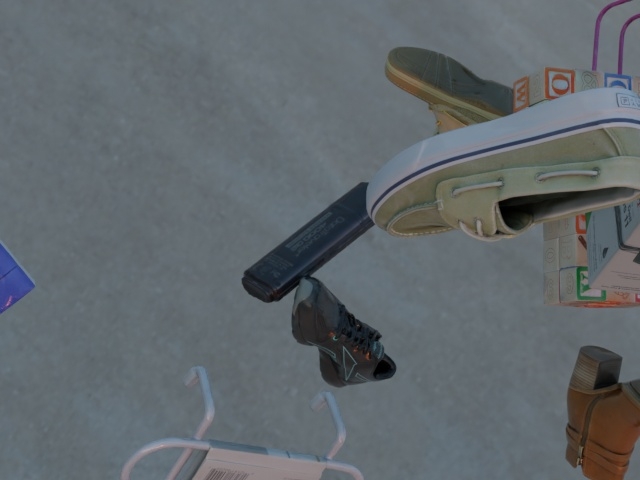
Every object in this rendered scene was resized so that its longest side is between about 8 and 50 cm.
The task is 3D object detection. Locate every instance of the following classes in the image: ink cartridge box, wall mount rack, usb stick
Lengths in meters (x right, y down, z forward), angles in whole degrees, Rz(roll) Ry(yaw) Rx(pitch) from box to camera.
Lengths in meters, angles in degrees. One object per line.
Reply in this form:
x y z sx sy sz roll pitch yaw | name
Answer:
0.370 -0.048 1.406 0.087 0.208 0.153 6 64 -5 | ink cartridge box
-0.132 0.310 1.662 0.350 0.304 0.130 15 34 -31 | wall mount rack
0.000 0.000 1.860 0.077 0.045 0.278 30 53 33 | usb stick

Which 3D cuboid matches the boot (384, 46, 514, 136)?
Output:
0.191 -0.183 1.977 0.262 0.203 0.095 21 47 -12 | boot

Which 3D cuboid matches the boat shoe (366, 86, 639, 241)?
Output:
0.159 -0.049 1.135 0.109 0.302 0.094 21 60 -40 | boat shoe

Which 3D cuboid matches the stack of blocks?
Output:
0.345 -0.064 1.616 0.171 0.087 0.297 3 83 -19 | stack of blocks

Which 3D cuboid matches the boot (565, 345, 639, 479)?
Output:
0.508 0.327 2.107 0.109 0.220 0.283 -5 20 -31 | boot

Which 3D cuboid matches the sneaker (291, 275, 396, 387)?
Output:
0.036 0.134 1.839 0.267 0.106 0.101 59 41 -54 | sneaker

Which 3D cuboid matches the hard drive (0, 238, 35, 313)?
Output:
-0.472 -0.013 1.258 0.318 0.210 0.040 53 -3 -16 | hard drive

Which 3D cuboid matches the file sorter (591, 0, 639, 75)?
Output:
0.607 -0.278 2.043 0.291 0.202 0.182 20 71 -36 | file sorter
